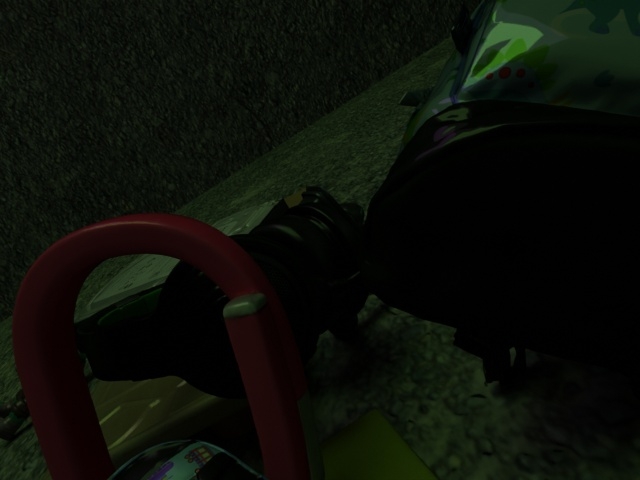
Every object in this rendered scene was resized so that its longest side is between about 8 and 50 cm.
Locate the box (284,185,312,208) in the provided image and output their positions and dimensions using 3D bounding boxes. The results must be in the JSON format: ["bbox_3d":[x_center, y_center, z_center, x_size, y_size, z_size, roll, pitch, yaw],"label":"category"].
[{"bbox_3d":[-0.086,0.011,1.014,0.201,0.021,0.164,-24,51,25],"label":"box"}]

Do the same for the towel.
[{"bbox_3d":[0.044,0.197,0.413,0.102,0.021,0.237,-30,15,-10],"label":"towel"}]

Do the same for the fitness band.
[{"bbox_3d":[-0.113,0.124,0.436,0.209,0.290,0.054,-10,9,16],"label":"fitness band"}]

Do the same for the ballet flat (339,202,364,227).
[{"bbox_3d":[-0.009,-0.027,1.049,0.203,0.074,0.074,-12,25,35],"label":"ballet flat"}]

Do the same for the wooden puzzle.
[{"bbox_3d":[-0.163,0.180,0.735,0.322,0.080,0.348,-29,12,8],"label":"wooden puzzle"}]

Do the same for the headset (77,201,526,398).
[{"bbox_3d":[-0.029,0.070,0.548,0.395,0.185,0.243,-15,7,26],"label":"headset"}]

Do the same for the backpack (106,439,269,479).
[{"bbox_3d":[-0.090,0.217,0.350,0.158,0.116,0.173,21,53,31],"label":"backpack"}]

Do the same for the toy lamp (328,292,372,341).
[{"bbox_3d":[0.111,0.008,0.724,0.275,0.080,0.080,-40,18,-20],"label":"toy lamp"}]

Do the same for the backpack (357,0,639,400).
[{"bbox_3d":[0.214,-0.100,0.424,0.290,0.273,0.355,16,33,15],"label":"backpack"}]

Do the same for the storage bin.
[{"bbox_3d":[0.000,0.000,0.864,0.091,0.135,0.098,-46,20,-12],"label":"storage bin"}]

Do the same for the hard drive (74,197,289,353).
[{"bbox_3d":[-0.221,0.053,0.955,0.339,0.064,0.237,-19,21,28],"label":"hard drive"}]

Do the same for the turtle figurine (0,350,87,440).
[{"bbox_3d":[-0.497,0.238,1.080,0.234,0.118,0.175,-50,5,-7],"label":"turtle figurine"}]
